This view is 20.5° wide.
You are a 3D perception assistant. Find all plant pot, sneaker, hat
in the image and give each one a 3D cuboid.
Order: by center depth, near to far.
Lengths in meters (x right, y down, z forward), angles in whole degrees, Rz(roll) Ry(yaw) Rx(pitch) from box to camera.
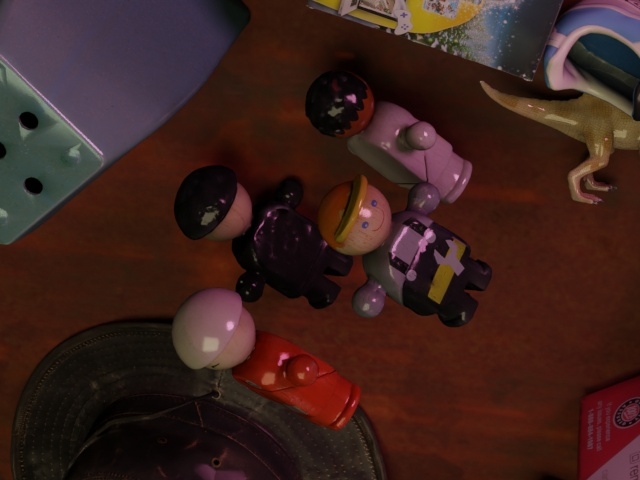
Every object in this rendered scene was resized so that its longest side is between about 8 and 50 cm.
[{"bbox_3d":[0.259,-0.099,1.165,0.237,0.086,0.085,18,143,23],"label":"sneaker"},{"bbox_3d":[-0.182,-0.116,1.191,0.165,0.234,0.166,-36,107,28],"label":"plant pot"},{"bbox_3d":[-0.112,0.224,1.436,0.331,0.134,0.331,4,115,9],"label":"hat"}]

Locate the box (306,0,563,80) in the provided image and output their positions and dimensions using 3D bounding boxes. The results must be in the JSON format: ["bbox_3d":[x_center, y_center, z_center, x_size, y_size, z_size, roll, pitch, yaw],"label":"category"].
[{"bbox_3d":[0.098,-0.231,1.117,0.159,0.044,0.233,19,123,1],"label":"box"}]

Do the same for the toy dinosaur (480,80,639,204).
[{"bbox_3d":[0.200,-0.076,1.256,0.183,0.053,0.092,4,106,1],"label":"toy dinosaur"}]

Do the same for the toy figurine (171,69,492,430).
[{"bbox_3d":[0.000,0.000,1.237,0.148,0.213,0.209,33,123,-25],"label":"toy figurine"}]

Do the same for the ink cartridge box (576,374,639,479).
[{"bbox_3d":[0.343,0.166,1.261,0.306,0.226,0.131,-27,113,23],"label":"ink cartridge box"}]
